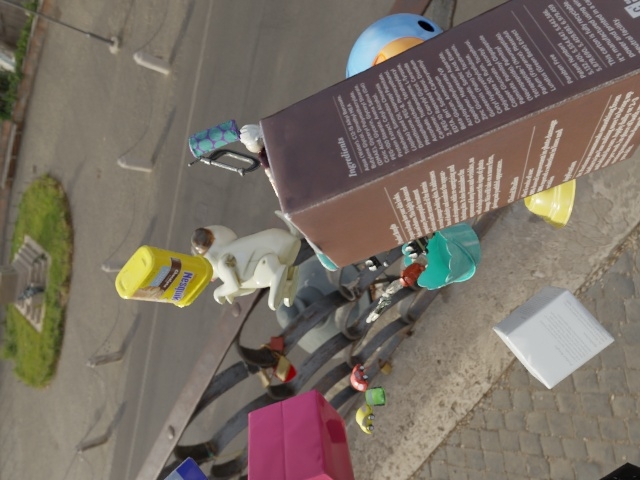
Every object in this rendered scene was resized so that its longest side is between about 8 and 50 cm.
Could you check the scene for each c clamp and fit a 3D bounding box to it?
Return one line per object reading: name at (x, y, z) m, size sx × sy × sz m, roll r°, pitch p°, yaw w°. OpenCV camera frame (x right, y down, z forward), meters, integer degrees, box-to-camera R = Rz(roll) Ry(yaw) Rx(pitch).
c clamp at (-0.246, -0.205, 1.123) m, size 0.160 × 0.137 × 0.022 m, roll 15°, pitch 126°, yaw 6°

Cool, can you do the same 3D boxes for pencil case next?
pencil case at (-0.311, -0.302, 1.243) m, size 0.151 × 0.070 × 0.065 m, roll -22°, pitch 80°, yaw 1°

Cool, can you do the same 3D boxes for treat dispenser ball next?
treat dispenser ball at (0.212, -0.446, 1.129) m, size 0.288 × 0.288 × 0.289 m, roll 0°, pitch 90°, yaw 37°

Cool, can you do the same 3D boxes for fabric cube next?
fabric cube at (-0.061, 0.677, 1.323) m, size 0.259 × 0.254 × 0.258 m, roll -23°, pitch 39°, yaw 10°

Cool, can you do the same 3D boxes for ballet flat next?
ballet flat at (0.000, 0.000, 1.410) m, size 0.076 × 0.079 × 0.222 m, roll -33°, pitch 88°, yaw 0°

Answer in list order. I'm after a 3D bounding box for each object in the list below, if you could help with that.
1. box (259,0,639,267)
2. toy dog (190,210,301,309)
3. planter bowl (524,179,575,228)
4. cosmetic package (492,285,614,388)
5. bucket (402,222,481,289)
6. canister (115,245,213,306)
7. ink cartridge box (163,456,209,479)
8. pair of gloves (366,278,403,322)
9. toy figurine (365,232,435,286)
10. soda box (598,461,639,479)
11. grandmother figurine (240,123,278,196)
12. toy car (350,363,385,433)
box at (0.148, -0.114, 0.475) m, size 0.381 × 0.191 × 0.143 m, roll -23°, pitch 65°, yaw 10°
toy dog at (-0.300, 0.064, 1.605) m, size 0.407 × 0.284 × 0.396 m, roll 11°, pitch 96°, yaw 11°
planter bowl at (0.650, -0.144, 1.219) m, size 0.090 × 0.217 × 0.217 m, roll 3°, pitch 92°, yaw 13°
cosmetic package at (0.555, 0.227, 1.025) m, size 0.183 × 0.151 × 0.151 m, roll -40°, pitch 81°, yaw 7°
bucket at (0.482, 0.049, 1.672) m, size 0.281 × 0.183 × 0.281 m, roll 36°, pitch 131°, yaw 55°
canister at (-0.336, 0.079, 0.917) m, size 0.126 × 0.170 × 0.073 m, roll -48°, pitch 61°, yaw 11°
ink cartridge box at (-0.411, 0.695, 0.979) m, size 0.151 × 0.395 × 0.270 m, roll 47°, pitch 119°, yaw 8°
pair of gloves at (0.293, 0.258, 1.888) m, size 0.042 × 0.204 × 0.240 m, roll 40°, pitch 73°, yaw 6°
toy figurine at (0.269, 0.024, 1.427) m, size 0.209 × 0.148 × 0.213 m, roll 22°, pitch 137°, yaw 26°
soda box at (0.283, 0.294, 0.422) m, size 0.060 × 0.168 × 0.053 m, roll 147°, pitch 102°, yaw -75°
grandmother figurine at (-0.162, -0.251, 1.464) m, size 0.104 × 0.208 × 0.342 m, roll -32°, pitch 110°, yaw 6°
toy car at (0.162, 0.541, 1.455) m, size 0.225 × 0.053 × 0.239 m, roll 122°, pitch 144°, yaw -63°
